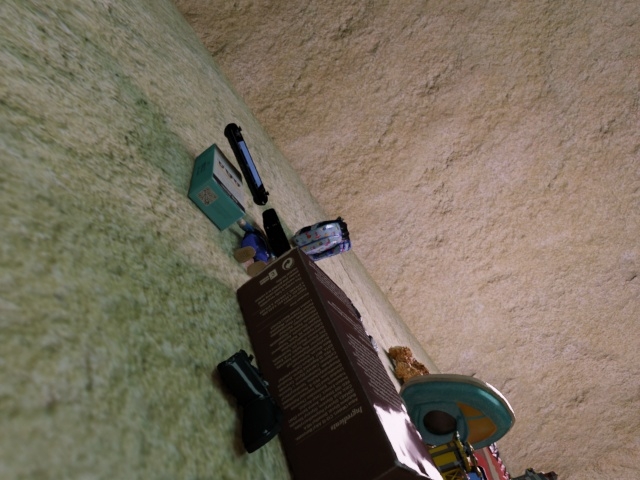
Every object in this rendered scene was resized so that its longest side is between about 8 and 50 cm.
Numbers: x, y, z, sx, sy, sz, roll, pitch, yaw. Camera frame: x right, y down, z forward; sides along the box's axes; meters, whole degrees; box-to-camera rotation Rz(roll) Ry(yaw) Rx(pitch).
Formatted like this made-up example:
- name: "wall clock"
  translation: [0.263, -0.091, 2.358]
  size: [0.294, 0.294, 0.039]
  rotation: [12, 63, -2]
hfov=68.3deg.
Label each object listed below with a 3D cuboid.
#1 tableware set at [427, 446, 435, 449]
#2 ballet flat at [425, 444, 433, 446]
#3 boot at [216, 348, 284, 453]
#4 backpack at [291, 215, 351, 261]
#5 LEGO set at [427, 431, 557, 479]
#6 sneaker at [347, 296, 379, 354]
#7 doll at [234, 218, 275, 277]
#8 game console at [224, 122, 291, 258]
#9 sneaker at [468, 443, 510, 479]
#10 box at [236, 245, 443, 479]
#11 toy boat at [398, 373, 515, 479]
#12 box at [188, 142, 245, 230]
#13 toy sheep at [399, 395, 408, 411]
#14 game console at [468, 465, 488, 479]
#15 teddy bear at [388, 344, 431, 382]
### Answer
- name: "tableware set"
  translation: [0.340, 0.623, 1.323]
  size: [0.169, 0.020, 0.141]
  rotation: [51, 9, -25]
- name: "ballet flat"
  translation: [0.259, 0.490, 1.241]
  size: [0.206, 0.073, 0.067]
  rotation: [44, 27, -38]
- name: "boot"
  translation: [-0.086, 0.183, 0.555]
  size: [0.099, 0.045, 0.121]
  rotation: [57, 1, 4]
- name: "backpack"
  translation: [0.000, 0.000, 1.478]
  size: [0.173, 0.158, 0.117]
  rotation: [-11, 84, -67]
- name: "LEGO set"
  translation: [0.341, 0.511, 0.841]
  size: [0.255, 0.192, 0.332]
  rotation: [69, 3, -86]
- name: "sneaker"
  translation: [0.046, 0.198, 1.104]
  size: [0.153, 0.101, 0.268]
  rotation: [59, 3, 34]
- name: "doll"
  translation: [-0.138, 0.008, 0.988]
  size: [0.129, 0.046, 0.189]
  rotation: [53, 8, -15]
- name: "game console"
  translation: [-0.139, -0.102, 1.108]
  size: [0.213, 0.043, 0.362]
  rotation: [-126, -167, -76]
- name: "sneaker"
  translation: [0.492, 0.700, 1.445]
  size: [0.116, 0.136, 0.314]
  rotation: [30, 34, -60]
- name: "box"
  translation: [0.017, 0.211, 0.720]
  size: [0.191, 0.143, 0.381]
  rotation: [47, 9, -44]
- name: "toy boat"
  translation: [0.319, 0.471, 1.111]
  size: [0.148, 0.267, 0.318]
  rotation: [-48, 133, -68]
- name: "box"
  translation: [-0.217, -0.121, 1.004]
  size: [0.100, 0.060, 0.244]
  rotation: [51, 9, -27]
- name: "toy sheep"
  translation: [0.145, 0.367, 1.012]
  size: [0.091, 0.091, 0.132]
  rotation: [52, 3, -19]
- name: "game console"
  translation: [0.375, 0.627, 1.206]
  size: [0.124, 0.085, 0.144]
  rotation: [51, 17, -26]
- name: "teddy bear"
  translation: [0.340, 0.498, 1.628]
  size: [0.338, 0.113, 0.245]
  rotation: [51, -3, 39]
